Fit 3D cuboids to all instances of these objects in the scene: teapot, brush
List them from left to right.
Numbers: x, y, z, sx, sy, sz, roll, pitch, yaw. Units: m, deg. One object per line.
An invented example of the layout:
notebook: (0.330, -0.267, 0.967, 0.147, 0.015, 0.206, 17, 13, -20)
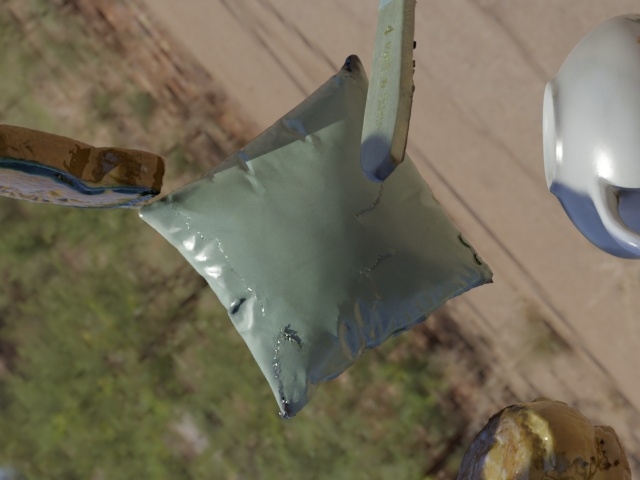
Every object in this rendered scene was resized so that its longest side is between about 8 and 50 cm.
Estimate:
brush: (0.060, -0.192, 1.216, 0.020, 0.337, 0.085, 24, 146, -30)
teapot: (0.180, -0.055, 0.920, 0.226, 0.092, 0.145, -87, -8, -53)

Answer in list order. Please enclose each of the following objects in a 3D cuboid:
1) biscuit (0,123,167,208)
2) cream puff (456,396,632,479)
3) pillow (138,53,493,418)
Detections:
biscuit: (-0.308, -0.076, 1.794, 0.287, 0.057, 0.344, 5, 174, 17)
cream puff: (0.186, 0.221, 1.275, 0.129, 0.189, 0.189, 22, 176, -14)
pillow: (0.000, 0.000, 1.805, 0.312, 0.310, 0.119, 55, -178, -7)
